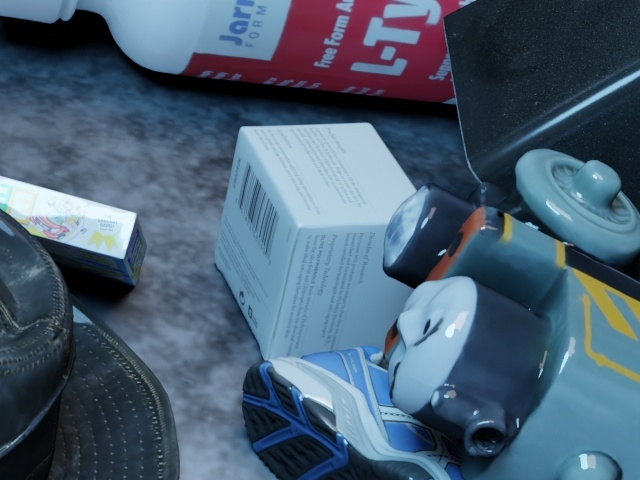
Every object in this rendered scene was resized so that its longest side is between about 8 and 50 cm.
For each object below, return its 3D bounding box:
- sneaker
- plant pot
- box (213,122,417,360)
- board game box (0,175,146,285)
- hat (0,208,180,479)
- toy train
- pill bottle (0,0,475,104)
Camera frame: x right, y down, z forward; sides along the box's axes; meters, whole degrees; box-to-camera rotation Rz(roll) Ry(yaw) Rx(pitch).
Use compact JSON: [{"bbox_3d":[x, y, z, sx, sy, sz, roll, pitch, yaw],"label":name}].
[{"bbox_3d":[0.052,0.118,0.801,0.081,0.080,0.211,-19,48,-36],"label":"sneaker"},{"bbox_3d":[0.202,-0.078,0.991,0.187,0.167,0.188,45,23,-28],"label":"plant pot"},{"bbox_3d":[0.000,0.000,0.928,0.087,0.102,0.101,-4,38,-23],"label":"box"},{"bbox_3d":[-0.175,-0.014,0.889,0.154,0.026,0.103,16,-10,-1],"label":"board game box"},{"bbox_3d":[-0.218,0.045,0.751,0.331,0.134,0.331,11,35,-8],"label":"hat"},{"bbox_3d":[0.179,0.085,0.795,0.334,0.142,0.190,28,30,-12],"label":"toy train"},{"bbox_3d":[-0.014,-0.220,1.122,0.407,0.229,0.229,4,36,-15],"label":"pill bottle"}]
